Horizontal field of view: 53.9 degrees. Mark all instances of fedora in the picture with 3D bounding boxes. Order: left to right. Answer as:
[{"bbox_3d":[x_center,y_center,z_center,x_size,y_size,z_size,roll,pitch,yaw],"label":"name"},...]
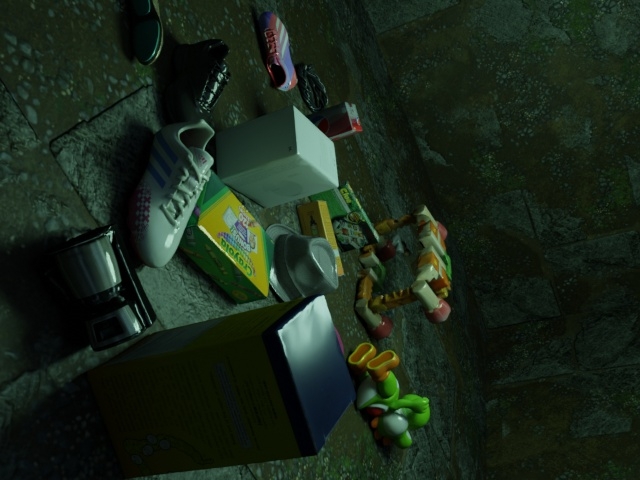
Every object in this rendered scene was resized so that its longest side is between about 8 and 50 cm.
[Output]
[{"bbox_3d":[-0.033,0.066,1.707,0.275,0.124,0.243,50,33,-45],"label":"fedora"}]

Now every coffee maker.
[{"bbox_3d":[-0.338,0.069,1.017,0.178,0.120,0.171,71,23,-11],"label":"coffee maker"}]

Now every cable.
[{"bbox_3d":[-0.027,-0.526,2.191,0.150,0.047,0.184,-28,102,-66],"label":"cable"}]

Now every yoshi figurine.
[{"bbox_3d":[0.236,0.483,1.984,0.203,0.203,0.362,-74,146,-61],"label":"yoshi figurine"}]

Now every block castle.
[{"bbox_3d":[0.302,0.113,2.224,0.213,0.303,0.453,50,32,-33],"label":"block castle"}]

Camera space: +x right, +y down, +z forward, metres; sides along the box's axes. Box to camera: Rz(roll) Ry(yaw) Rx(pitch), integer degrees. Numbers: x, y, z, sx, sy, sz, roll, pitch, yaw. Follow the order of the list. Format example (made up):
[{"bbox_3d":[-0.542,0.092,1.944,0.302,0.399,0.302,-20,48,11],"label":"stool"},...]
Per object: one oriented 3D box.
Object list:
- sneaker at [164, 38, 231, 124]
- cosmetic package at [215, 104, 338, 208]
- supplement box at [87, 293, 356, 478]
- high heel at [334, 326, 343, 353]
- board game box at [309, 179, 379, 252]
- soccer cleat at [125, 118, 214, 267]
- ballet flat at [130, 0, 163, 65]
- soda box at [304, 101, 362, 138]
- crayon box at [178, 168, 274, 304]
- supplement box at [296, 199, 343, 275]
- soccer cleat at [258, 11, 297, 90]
[{"bbox_3d":[-0.269,-0.352,1.427,0.109,0.130,0.286,42,40,-55],"label":"sneaker"},{"bbox_3d":[-0.107,-0.202,1.578,0.225,0.224,0.138,30,49,-59],"label":"cosmetic package"},{"bbox_3d":[-0.155,0.236,1.023,0.194,0.357,0.195,-31,104,-66],"label":"supplement box"},{"bbox_3d":[0.011,0.335,1.699,0.117,0.082,0.243,22,68,-74],"label":"high heel"},{"bbox_3d":[0.078,-0.074,2.035,0.259,0.136,0.030,59,29,-35],"label":"board game box"},{"bbox_3d":[-0.282,-0.107,1.224,0.116,0.143,0.331,46,37,-49],"label":"soccer cleat"},{"bbox_3d":[-0.367,-0.463,1.356,0.067,0.073,0.206,41,41,-75],"label":"ballet flat"},{"bbox_3d":[-0.023,-0.311,1.786,0.092,0.264,0.083,-20,95,-67],"label":"soda box"},{"bbox_3d":[-0.211,-0.002,1.398,0.278,0.081,0.165,52,31,-42],"label":"crayon box"},{"bbox_3d":[0.000,0.000,1.885,0.080,0.078,0.233,-8,84,-67],"label":"supplement box"},{"bbox_3d":[-0.139,-0.582,1.938,0.095,0.083,0.247,-35,111,-61],"label":"soccer cleat"}]
